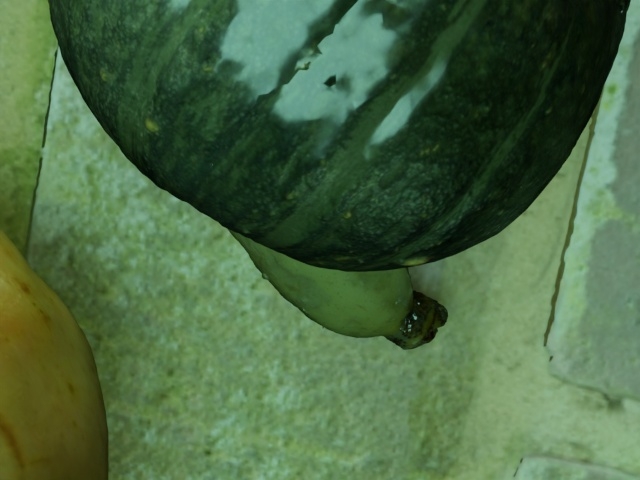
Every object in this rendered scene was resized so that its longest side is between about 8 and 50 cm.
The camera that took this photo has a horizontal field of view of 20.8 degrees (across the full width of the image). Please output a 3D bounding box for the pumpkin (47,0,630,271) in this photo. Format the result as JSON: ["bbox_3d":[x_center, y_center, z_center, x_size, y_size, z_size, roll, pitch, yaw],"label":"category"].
[{"bbox_3d":[0.012,-0.134,0.880,0.291,0.327,0.257,38,101,-8],"label":"pumpkin"}]

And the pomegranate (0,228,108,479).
[{"bbox_3d":[-0.329,0.153,1.018,0.411,0.411,0.411,3,108,8],"label":"pomegranate"}]

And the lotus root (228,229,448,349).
[{"bbox_3d":[-0.001,0.001,1.052,0.077,0.090,0.183,-40,101,14],"label":"lotus root"}]
